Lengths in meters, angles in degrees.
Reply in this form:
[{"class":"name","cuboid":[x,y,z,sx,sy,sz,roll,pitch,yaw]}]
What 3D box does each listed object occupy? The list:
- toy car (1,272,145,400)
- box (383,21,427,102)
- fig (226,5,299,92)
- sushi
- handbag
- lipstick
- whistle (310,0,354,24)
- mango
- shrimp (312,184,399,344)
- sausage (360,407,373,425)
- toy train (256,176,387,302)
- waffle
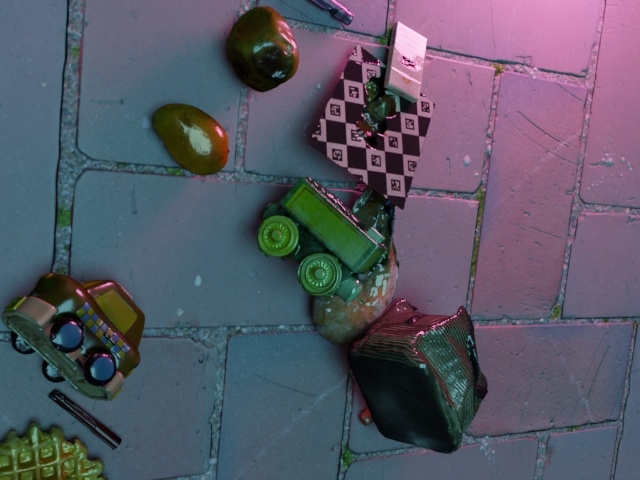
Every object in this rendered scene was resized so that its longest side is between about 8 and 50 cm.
[{"class":"toy car","cuboid":[-0.435,0.156,1.227,0.248,0.204,0.198,54,51,-25]},{"class":"box","cuboid":[0.193,-0.404,1.492,0.090,0.024,0.167,20,68,-28]},{"class":"fig","cuboid":[-0.114,-0.385,1.307,0.154,0.144,0.166,6,72,-60]},{"class":"sushi","cuboid":[0.113,-0.248,1.455,0.264,0.050,0.290,31,65,-23]},{"class":"handbag","cuboid":[0.240,0.302,1.523,0.240,0.247,0.341,-48,128,-37]},{"class":"lipstick","cuboid":[-0.468,0.355,1.312,0.027,0.027,0.176,-46,114,-13]},{"class":"whistle","cuboid":[-0.002,-0.516,1.400,0.176,0.033,0.033,26,86,-27]},{"class":"mango","cuboid":[-0.249,-0.204,1.299,0.115,0.089,0.165,-35,109,-8]},{"class":"shrimp","cuboid":[0.115,0.032,1.514,0.221,0.110,0.446,17,94,-34]},{"class":"sausage","cuboid":[0.132,0.421,1.619,0.083,0.034,0.034,-37,113,-19]},{"class":"toy train","cuboid":[0.000,0.000,1.371,0.271,0.159,0.188,43,95,13]},{"class":"waffle","cuboid":[-0.560,0.489,1.270,0.250,0.056,0.261,44,80,-25]}]
